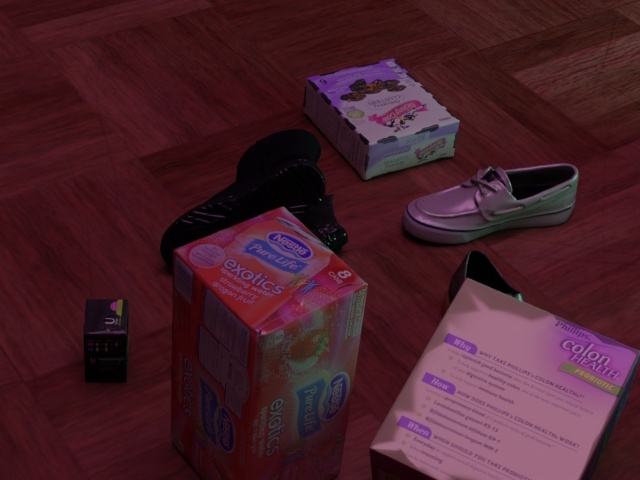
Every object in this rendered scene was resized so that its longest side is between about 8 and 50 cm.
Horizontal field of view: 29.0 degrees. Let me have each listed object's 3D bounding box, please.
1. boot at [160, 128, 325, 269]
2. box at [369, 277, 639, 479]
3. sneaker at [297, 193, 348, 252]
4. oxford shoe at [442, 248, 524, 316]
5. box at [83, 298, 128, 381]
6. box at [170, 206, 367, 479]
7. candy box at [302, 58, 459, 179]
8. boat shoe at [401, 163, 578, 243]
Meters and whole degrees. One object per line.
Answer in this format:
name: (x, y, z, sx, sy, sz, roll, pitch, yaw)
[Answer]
boot: (-0.102, -0.056, 1.709, 0.246, 0.094, 0.207, -31, 16, 6)
box: (0.203, 0.200, 1.373, 0.213, 0.117, 0.243, 23, 62, 19)
sneaker: (0.000, 0.002, 1.685, 0.089, 0.051, 0.170, -11, 39, -13)
oxford shoe: (0.221, 0.123, 1.533, 0.096, 0.098, 0.271, -8, 42, -18)
box: (-0.256, 0.120, 1.484, 0.052, 0.083, 0.062, 1, 40, -7)
box: (-0.061, 0.137, 1.321, 0.142, 0.300, 0.154, -23, 47, -30)
candy box: (0.092, -0.191, 1.914, 0.164, 0.070, 0.196, -16, 44, -25)
boat shoe: (0.246, -0.062, 1.766, 0.267, 0.088, 0.096, -5, 41, -14)
